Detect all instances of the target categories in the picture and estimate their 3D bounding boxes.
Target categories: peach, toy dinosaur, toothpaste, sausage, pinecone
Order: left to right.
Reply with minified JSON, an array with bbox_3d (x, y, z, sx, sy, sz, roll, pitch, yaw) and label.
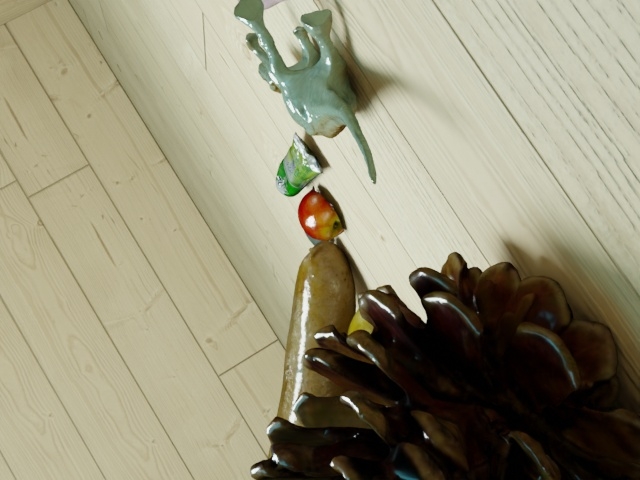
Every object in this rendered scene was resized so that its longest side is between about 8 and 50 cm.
[{"bbox_3d":[-0.039,-0.114,1.467,0.078,0.047,0.248,57,166,1],"label":"toothpaste"},{"bbox_3d":[-0.012,0.243,1.612,0.123,0.136,0.500,17,103,40],"label":"sausage"},{"bbox_3d":[-0.006,-0.181,1.034,0.393,0.092,0.205,47,165,44],"label":"toy dinosaur"},{"bbox_3d":[-0.007,-0.040,1.470,0.098,0.061,0.098,50,171,11],"label":"peach"},{"bbox_3d":[0.108,0.220,0.867,0.384,0.384,0.384,55,168,18],"label":"pinecone"}]

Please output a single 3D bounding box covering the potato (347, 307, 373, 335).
[{"bbox_3d":[0.133,0.267,1.470,0.177,0.195,0.369,-3,119,27],"label":"potato"}]

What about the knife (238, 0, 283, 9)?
[{"bbox_3d":[-0.027,-0.304,0.998,0.336,0.043,0.081,21,134,62],"label":"knife"}]

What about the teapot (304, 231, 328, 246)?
[{"bbox_3d":[0.000,0.000,1.602,0.043,0.043,0.110,52,170,32],"label":"teapot"}]
